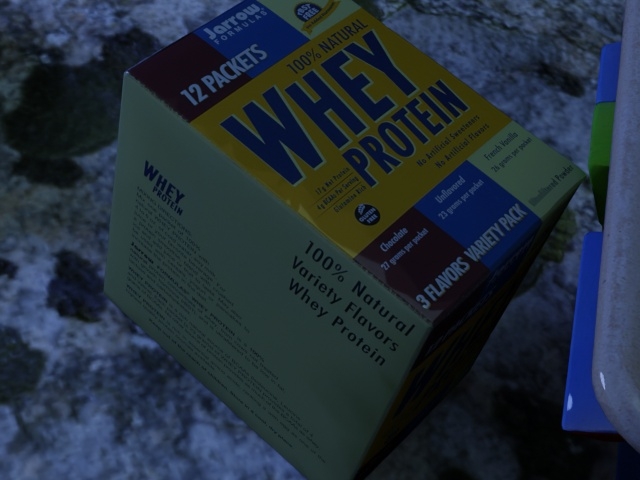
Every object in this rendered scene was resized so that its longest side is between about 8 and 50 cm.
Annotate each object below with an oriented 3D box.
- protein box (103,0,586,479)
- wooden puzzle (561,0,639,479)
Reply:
[{"bbox_3d":[0.000,0.000,0.640,0.200,0.201,0.136,40,55,16],"label":"protein box"},{"bbox_3d":[0.188,0.058,0.609,0.080,0.348,0.322,-6,47,25],"label":"wooden puzzle"}]
